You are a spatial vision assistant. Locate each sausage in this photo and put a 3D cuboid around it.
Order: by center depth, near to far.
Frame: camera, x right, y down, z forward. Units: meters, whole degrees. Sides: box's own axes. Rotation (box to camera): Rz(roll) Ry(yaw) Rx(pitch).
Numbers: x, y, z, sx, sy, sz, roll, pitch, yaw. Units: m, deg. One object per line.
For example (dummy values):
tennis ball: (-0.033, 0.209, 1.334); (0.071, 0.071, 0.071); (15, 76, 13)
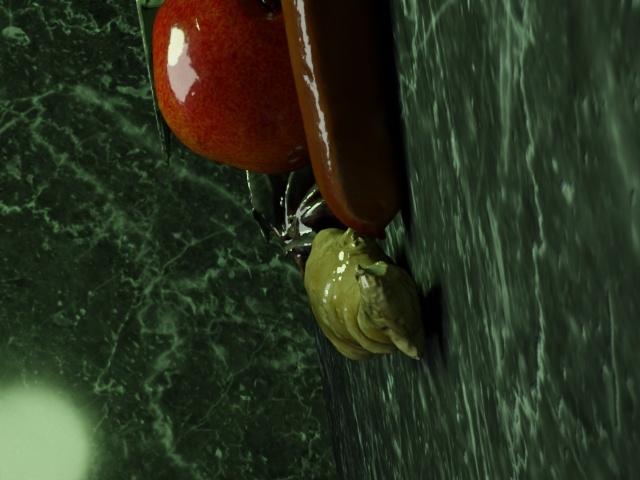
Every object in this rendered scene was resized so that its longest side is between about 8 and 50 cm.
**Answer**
sausage: (0.016, -0.142, 0.993); (0.089, 0.083, 0.300); (-143, 42, -66)

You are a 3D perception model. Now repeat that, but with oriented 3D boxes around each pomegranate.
pomegranate: (-0.058, -0.165, 1.174); (0.256, 0.221, 0.221); (72, -173, -66)

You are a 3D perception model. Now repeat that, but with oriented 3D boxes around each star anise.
star anise: (0.000, -0.001, 1.347); (0.283, 0.129, 0.212); (-117, 10, -51)

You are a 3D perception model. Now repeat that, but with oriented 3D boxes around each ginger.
ginger: (0.042, 0.043, 1.033); (0.294, 0.086, 0.131); (148, 109, -82)

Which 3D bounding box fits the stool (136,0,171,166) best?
stool: (-0.135, -0.274, 1.778); (0.170, 0.244, 0.269); (-106, 9, -66)
